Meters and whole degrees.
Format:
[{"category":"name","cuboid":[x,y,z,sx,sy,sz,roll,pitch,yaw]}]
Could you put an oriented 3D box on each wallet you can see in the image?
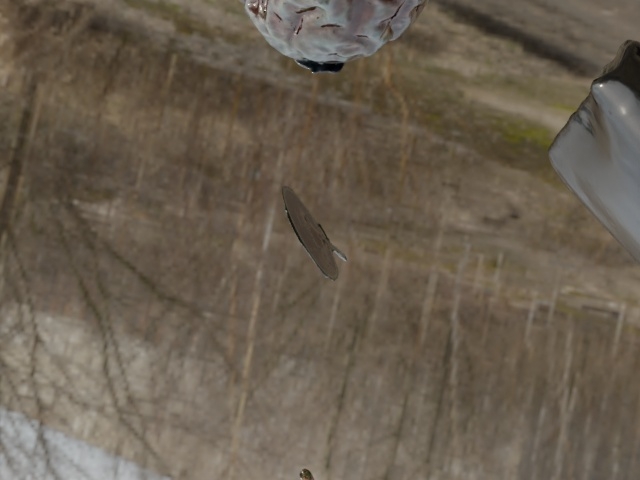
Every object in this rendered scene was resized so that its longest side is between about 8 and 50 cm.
[{"category":"wallet","cuboid":[0.261,0.062,0.619,0.377,0.051,0.197,49,178,7]}]

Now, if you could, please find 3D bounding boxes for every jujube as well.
[{"category":"jujube","cuboid":[0.016,-0.306,1.066,0.226,0.226,0.317,12,139,5]}]

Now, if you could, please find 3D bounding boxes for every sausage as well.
[{"category":"sausage","cuboid":[-0.008,0.252,1.196,0.015,0.015,0.100,11,147,19]}]

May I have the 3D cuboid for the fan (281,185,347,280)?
[{"category":"fan","cuboid":[0.000,0.000,0.954,0.005,0.085,0.133,-29,158,12]}]
